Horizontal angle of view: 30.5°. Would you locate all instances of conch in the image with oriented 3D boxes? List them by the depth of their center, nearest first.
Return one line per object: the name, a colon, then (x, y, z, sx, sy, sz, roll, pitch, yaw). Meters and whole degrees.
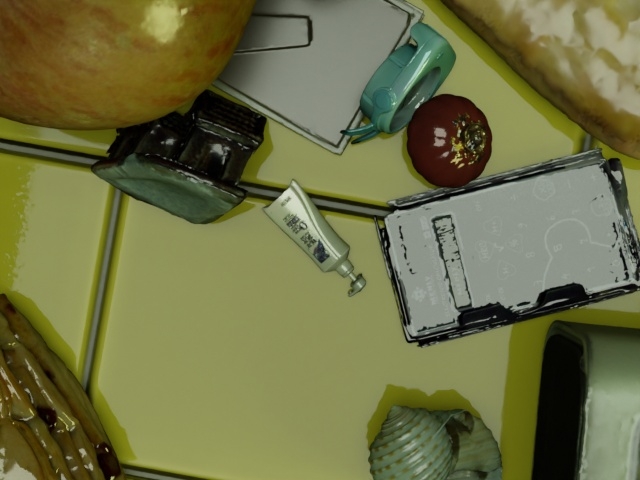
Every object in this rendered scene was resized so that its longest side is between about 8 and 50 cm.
conch: (0.120, 0.234, 1.251, 0.135, 0.102, 0.153, -33, 124, -9)

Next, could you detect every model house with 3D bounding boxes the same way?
model house: (-0.139, -0.106, 1.248, 0.165, 0.106, 0.152, 24, 60, -2)

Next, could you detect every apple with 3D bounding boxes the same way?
apple: (-0.229, -0.298, 1.134, 0.400, 0.334, 0.400, 2, 94, 32)

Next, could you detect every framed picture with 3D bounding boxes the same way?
framed picture: (-0.042, -0.233, 1.283, 0.260, 0.023, 0.189, 29, 92, 1)

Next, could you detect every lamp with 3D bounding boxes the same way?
lamp: (0.137, -0.106, 1.249, 0.101, 0.090, 0.101, 3, 85, -36)

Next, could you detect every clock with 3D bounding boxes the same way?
clock: (0.081, -0.157, 1.243, 0.045, 0.108, 0.147, 41, 96, 14)

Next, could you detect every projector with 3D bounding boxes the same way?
projector: (0.354, 0.218, 1.171, 0.249, 0.248, 0.248, 5, 91, 1)

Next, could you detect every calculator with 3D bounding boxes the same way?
calculator: (0.208, 0.007, 1.280, 0.274, 0.028, 0.165, -15, 91, 2)

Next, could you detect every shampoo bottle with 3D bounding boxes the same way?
shampoo bottle: (0.000, 0.000, 1.282, 0.049, 0.034, 0.141, -43, 92, -4)

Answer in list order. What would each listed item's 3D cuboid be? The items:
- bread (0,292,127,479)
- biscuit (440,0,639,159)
bread: (-0.384, 0.227, 1.228, 0.277, 0.167, 0.324, -33, 91, 2)
biscuit: (0.390, -0.302, 1.234, 0.446, 0.104, 0.429, 43, 92, 3)
